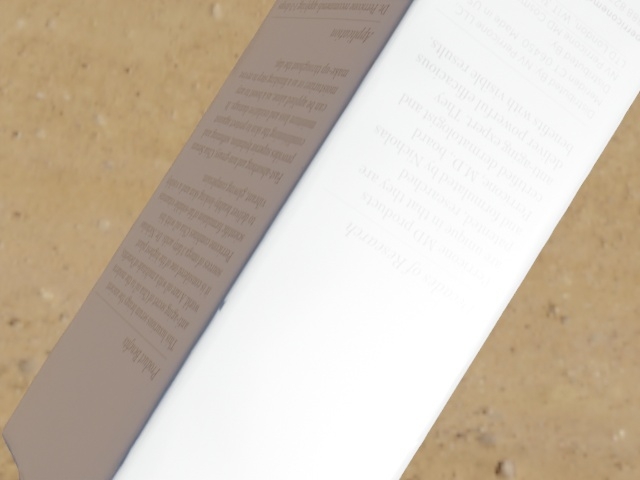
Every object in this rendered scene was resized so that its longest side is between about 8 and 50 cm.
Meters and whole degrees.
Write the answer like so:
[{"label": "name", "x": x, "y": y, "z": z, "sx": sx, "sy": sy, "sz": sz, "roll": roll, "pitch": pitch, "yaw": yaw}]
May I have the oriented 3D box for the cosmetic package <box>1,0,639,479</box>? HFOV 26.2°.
[{"label": "cosmetic package", "x": 0.000, "y": 0.000, "z": 0.866, "sx": 0.161, "sy": 0.230, "sz": 0.453, "roll": 34, "pitch": 87, "yaw": -23}]
